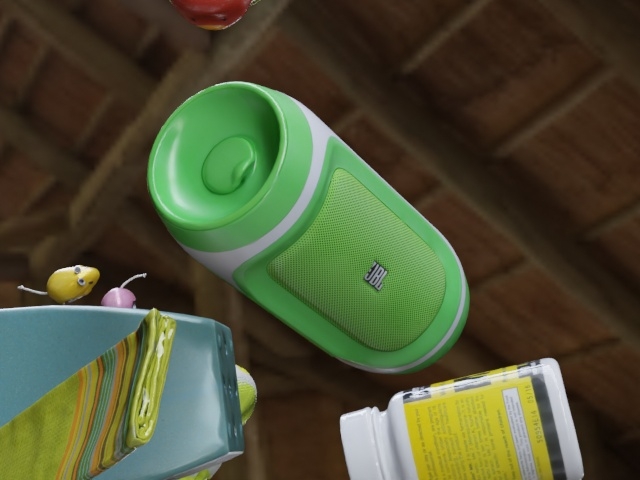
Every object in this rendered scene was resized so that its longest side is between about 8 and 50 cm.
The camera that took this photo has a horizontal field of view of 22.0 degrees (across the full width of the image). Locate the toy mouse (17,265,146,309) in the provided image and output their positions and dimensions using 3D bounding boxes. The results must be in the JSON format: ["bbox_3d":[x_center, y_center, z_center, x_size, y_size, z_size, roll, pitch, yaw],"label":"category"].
[{"bbox_3d":[-0.263,0.094,1.862,0.031,0.161,0.143,28,45,-71],"label":"toy mouse"}]

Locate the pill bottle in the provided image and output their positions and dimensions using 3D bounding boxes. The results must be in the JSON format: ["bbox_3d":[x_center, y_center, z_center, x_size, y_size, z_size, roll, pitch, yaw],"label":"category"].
[{"bbox_3d":[0.131,0.187,1.529,0.119,0.209,0.119,-13,90,-84],"label":"pill bottle"}]

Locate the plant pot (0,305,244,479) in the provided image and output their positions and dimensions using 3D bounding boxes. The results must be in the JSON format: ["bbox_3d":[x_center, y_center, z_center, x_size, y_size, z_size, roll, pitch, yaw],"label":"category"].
[{"bbox_3d":[-0.185,0.133,1.311,0.165,0.234,0.165,55,28,-82],"label":"plant pot"}]

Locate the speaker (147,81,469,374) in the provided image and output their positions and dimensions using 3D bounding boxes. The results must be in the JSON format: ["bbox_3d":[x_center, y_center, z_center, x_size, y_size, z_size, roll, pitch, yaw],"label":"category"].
[{"bbox_3d":[0.000,0.000,1.178,0.131,0.296,0.131,-12,-118,25],"label":"speaker"}]

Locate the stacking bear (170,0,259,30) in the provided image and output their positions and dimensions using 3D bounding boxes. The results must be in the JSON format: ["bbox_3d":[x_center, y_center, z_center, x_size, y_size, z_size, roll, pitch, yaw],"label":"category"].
[{"bbox_3d":[-0.118,-0.347,2.032,0.289,0.175,0.164,-71,166,-65],"label":"stacking bear"}]

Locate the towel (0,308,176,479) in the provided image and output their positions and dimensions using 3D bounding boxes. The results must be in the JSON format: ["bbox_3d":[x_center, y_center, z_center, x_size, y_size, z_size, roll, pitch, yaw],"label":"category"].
[{"bbox_3d":[-0.179,0.134,1.044,0.237,0.021,0.102,-35,-150,33],"label":"towel"}]

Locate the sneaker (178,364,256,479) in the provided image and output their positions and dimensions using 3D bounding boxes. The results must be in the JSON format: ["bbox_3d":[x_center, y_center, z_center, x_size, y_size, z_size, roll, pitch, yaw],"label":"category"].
[{"bbox_3d":[-0.171,0.219,1.709,0.126,0.240,0.091,27,-16,38],"label":"sneaker"}]
